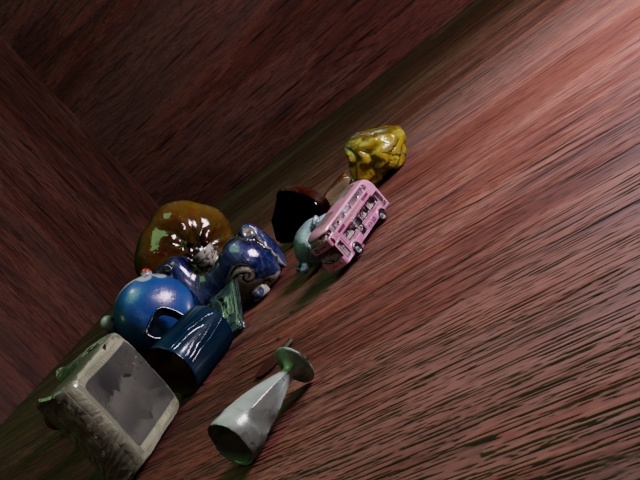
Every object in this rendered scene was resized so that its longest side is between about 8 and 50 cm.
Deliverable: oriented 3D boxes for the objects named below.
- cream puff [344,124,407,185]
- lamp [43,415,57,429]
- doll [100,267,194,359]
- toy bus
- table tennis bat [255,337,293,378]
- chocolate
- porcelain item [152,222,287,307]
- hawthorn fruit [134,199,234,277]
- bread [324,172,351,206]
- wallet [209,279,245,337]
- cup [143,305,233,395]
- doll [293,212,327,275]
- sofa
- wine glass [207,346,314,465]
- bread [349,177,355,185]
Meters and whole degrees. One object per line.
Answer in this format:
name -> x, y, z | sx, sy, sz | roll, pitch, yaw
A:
cream puff -> 0.124, -0.181, 1.923 | 0.146, 0.116, 0.146 | -11, 14, 3
lamp -> -0.654, 0.432, 2.263 | 0.107, 0.092, 0.107 | -40, 12, 10
doll -> -0.342, 0.176, 1.832 | 0.257, 0.215, 0.161 | 113, 152, -44
toy bus -> 0.052, -0.029, 1.607 | 0.063, 0.090, 0.203 | -31, 17, 43
table tennis bat -> -0.073, 0.188, 1.418 | 0.083, 0.007, 0.050 | -48, 12, -18
chocolate -> -0.050, -0.068, 2.077 | 0.148, 0.125, 0.080 | -40, -6, 33
porcelain item -> -0.218, 0.072, 1.911 | 0.288, 0.186, 0.138 | -36, 11, 22
hawthorn fruit -> -0.355, 0.044, 2.298 | 0.268, 0.268, 0.301 | -46, 4, -22
bread -> 0.054, -0.128, 2.099 | 0.062, 0.043, 0.109 | -32, 14, 47
wallet -> -0.194, 0.148, 1.797 | 0.088, 0.026, 0.129 | -40, 40, 24
cup -> -0.252, 0.190, 1.668 | 0.113, 0.150, 0.138 | -20, 21, 40
doll -> 0.004, 0.001, 1.752 | 0.179, 0.075, 0.120 | -19, -57, -67
sofa -> -0.385, 0.304, 1.538 | 0.176, 0.210, 0.225 | -35, 14, 25
wine glass -> -0.073, 0.214, 1.165 | 0.155, 0.073, 0.073 | -46, 11, -36
bread -> 0.104, -0.145, 2.018 | 0.088, 0.034, 0.049 | -36, -3, 10
